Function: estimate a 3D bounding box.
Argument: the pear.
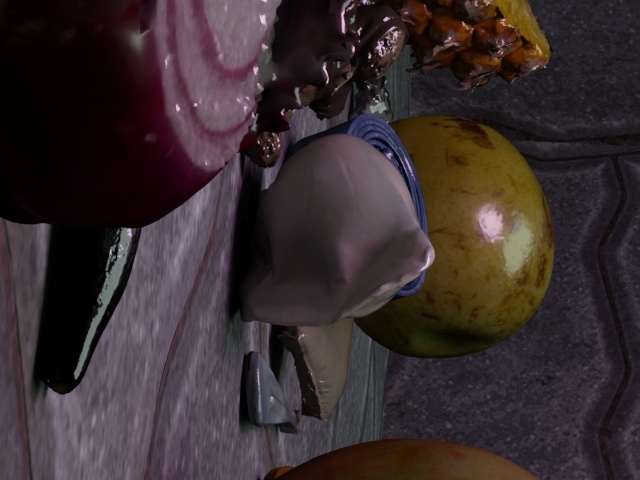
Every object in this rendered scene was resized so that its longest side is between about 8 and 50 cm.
[{"bbox_3d":[0.137,-0.005,1.953,0.283,0.284,0.283,3,90,-85],"label":"pear"}]

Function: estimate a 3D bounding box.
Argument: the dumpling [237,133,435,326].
[{"bbox_3d":[0.000,0.000,1.240,0.124,0.151,0.229,50,8,-25],"label":"dumpling"}]

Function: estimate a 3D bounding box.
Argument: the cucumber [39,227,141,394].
[{"bbox_3d":[-0.089,-0.002,0.697,0.033,0.034,0.134,92,2,-75],"label":"cucumber"}]

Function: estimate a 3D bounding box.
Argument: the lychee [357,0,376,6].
[{"bbox_3d":[0.018,-0.226,1.547,0.067,0.068,0.083,-39,129,-23],"label":"lychee"}]

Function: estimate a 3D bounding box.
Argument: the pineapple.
[{"bbox_3d":[0.095,-0.337,2.052,0.286,0.209,0.344,22,43,-57],"label":"pineapple"}]

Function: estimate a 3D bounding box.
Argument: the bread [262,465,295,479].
[{"bbox_3d":[-0.027,0.230,1.459,0.157,0.044,0.052,81,8,-69],"label":"bread"}]

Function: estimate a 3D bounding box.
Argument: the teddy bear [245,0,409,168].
[{"bbox_3d":[-0.008,-0.128,1.243,0.160,0.078,0.119,-35,150,-35],"label":"teddy bear"}]

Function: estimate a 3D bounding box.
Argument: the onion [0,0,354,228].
[{"bbox_3d":[-0.079,-0.091,0.344,0.198,0.135,0.173,1,94,-70],"label":"onion"}]

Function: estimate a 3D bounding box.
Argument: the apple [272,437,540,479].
[{"bbox_3d":[0.056,0.274,0.990,0.277,0.319,0.319,-85,175,-60],"label":"apple"}]

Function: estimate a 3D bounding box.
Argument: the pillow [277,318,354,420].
[{"bbox_3d":[0.000,0.051,1.533,0.208,0.053,0.119,-82,155,-44],"label":"pillow"}]

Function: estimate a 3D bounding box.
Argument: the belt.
[{"bbox_3d":[0.029,-0.019,1.485,0.141,0.082,0.190,47,33,-35],"label":"belt"}]

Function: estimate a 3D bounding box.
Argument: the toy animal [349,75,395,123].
[{"bbox_3d":[0.082,-0.094,2.258,0.255,0.090,0.170,87,4,-69],"label":"toy animal"}]

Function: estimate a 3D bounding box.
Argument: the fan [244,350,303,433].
[{"bbox_3d":[-0.038,0.132,1.411,0.282,0.023,0.057,64,21,-79],"label":"fan"}]
